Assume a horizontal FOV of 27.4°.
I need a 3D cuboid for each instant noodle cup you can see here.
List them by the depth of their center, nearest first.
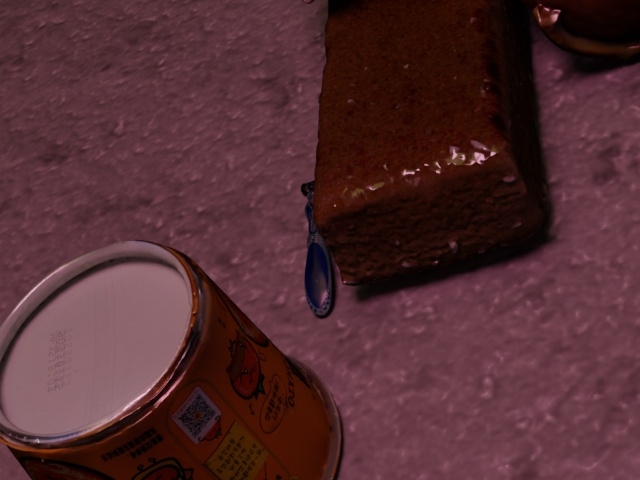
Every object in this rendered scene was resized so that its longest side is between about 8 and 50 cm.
[{"bbox_3d":[-0.115,0.114,0.894,0.215,0.172,0.216,-16,44,16],"label":"instant noodle cup"}]

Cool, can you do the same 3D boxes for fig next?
[{"bbox_3d":[0.235,-0.243,1.054,0.205,0.205,0.205,-16,43,16],"label":"fig"}]

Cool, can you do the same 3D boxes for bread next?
[{"bbox_3d":[0.087,-0.150,1.089,0.165,0.113,0.416,-14,42,17],"label":"bread"}]

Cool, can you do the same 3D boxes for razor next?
[{"bbox_3d":[-0.002,-0.003,1.056,0.044,0.028,0.154,-15,43,16],"label":"razor"}]

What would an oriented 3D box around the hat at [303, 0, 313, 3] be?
[{"bbox_3d":[0.072,-0.289,1.102,0.226,0.164,0.219,-66,27,18],"label":"hat"}]
